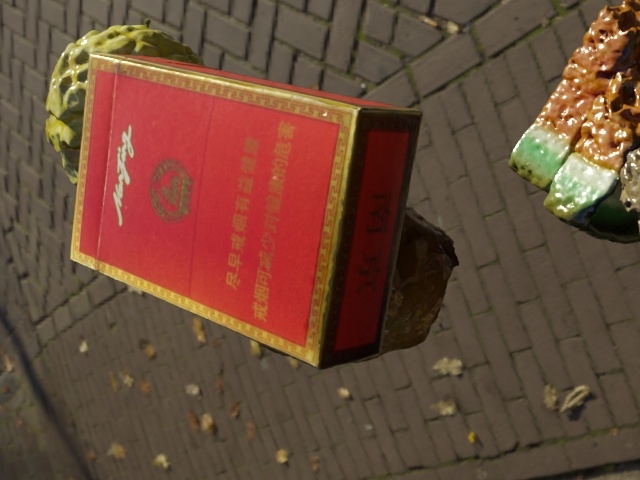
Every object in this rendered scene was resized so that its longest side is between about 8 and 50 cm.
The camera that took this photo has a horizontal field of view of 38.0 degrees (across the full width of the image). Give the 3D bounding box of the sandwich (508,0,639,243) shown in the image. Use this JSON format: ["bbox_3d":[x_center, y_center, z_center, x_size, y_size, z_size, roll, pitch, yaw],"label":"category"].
[{"bbox_3d":[0.277,-0.106,0.783,0.109,0.292,0.212,35,148,38],"label":"sandwich"}]

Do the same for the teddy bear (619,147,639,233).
[{"bbox_3d":[0.152,-0.073,0.325,0.077,0.119,0.161,4,110,14],"label":"teddy bear"}]

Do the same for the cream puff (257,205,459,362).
[{"bbox_3d":[0.000,0.000,0.792,0.155,0.268,0.241,-40,49,37],"label":"cream puff"}]

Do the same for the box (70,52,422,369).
[{"bbox_3d":[-0.059,-0.030,0.599,0.239,0.074,0.153,18,109,37],"label":"box"}]

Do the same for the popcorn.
[{"bbox_3d":[-0.204,-0.131,1.073,0.251,0.205,0.237,-142,46,-59],"label":"popcorn"}]
